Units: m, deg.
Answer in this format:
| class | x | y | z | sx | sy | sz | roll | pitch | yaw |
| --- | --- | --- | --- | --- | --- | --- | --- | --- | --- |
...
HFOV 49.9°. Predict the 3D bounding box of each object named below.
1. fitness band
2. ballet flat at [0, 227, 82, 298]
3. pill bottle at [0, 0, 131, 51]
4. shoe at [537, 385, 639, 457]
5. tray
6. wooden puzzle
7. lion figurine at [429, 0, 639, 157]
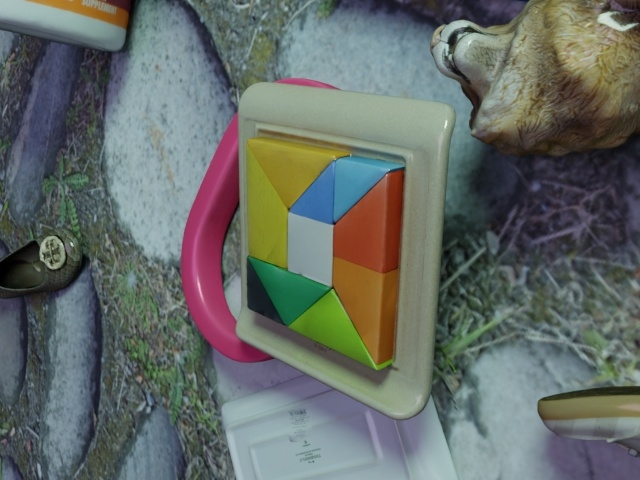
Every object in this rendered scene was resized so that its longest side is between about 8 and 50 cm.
| class | x | y | z | sx | sy | sz | roll | pitch | yaw |
| --- | --- | --- | --- | --- | --- | --- | --- | --- | --- |
| fitness band | -0.043 | -0.017 | 0.685 | 0.209 | 0.054 | 0.291 | 44 | 115 | 35 |
| ballet flat | -0.428 | 0.039 | 0.999 | 0.249 | 0.058 | 0.084 | -15 | 80 | 39 |
| pill bottle | -0.312 | -0.439 | 0.803 | 0.224 | 0.224 | 0.392 | 19 | 102 | 39 |
| shoe | 0.241 | 0.123 | 0.422 | 0.219 | 0.076 | 0.058 | -6 | 80 | 38 |
| tray | -0.003 | 0.200 | 0.657 | 0.270 | 0.030 | 0.145 | -27 | 71 | 37 |
| wooden puzzle | 0.000 | 0.000 | 0.556 | 0.221 | 0.044 | 0.239 | 18 | 110 | 42 |
| lion figurine | 0.237 | -0.195 | 0.388 | 0.142 | 0.240 | 0.392 | 44 | 103 | -5 |
